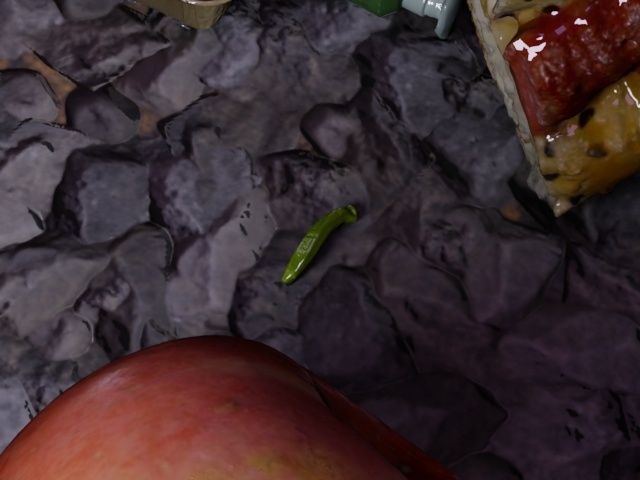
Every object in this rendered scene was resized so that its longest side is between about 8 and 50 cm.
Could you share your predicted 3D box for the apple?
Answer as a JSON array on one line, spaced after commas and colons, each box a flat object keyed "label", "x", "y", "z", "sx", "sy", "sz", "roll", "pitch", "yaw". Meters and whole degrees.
[{"label": "apple", "x": -0.055, "y": 0.243, "z": 1.078, "sx": 0.364, "sy": 0.364, "sz": 0.364, "roll": 1, "pitch": 60, "yaw": -3}]

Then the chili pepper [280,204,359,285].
[{"label": "chili pepper", "x": 0.001, "y": 0.000, "z": 1.406, "sx": 0.017, "sy": 0.030, "sz": 0.083, "roll": 28, "pitch": 55, "yaw": 30}]

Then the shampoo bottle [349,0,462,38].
[{"label": "shampoo bottle", "x": 0.018, "y": -0.222, "z": 1.515, "sx": 0.204, "sy": 0.065, "sz": 0.065, "roll": 29, "pitch": 62, "yaw": 15}]

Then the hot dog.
[{"label": "hot dog", "x": 0.278, "y": -0.213, "z": 1.299, "sx": 0.365, "sy": 0.367, "sz": 0.196, "roll": -22, "pitch": 43, "yaw": 2}]

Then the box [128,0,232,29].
[{"label": "box", "x": -0.127, "y": -0.234, "z": 1.489, "sx": 0.177, "sy": 0.111, "sz": 0.111, "roll": 26, "pitch": 62, "yaw": 12}]
